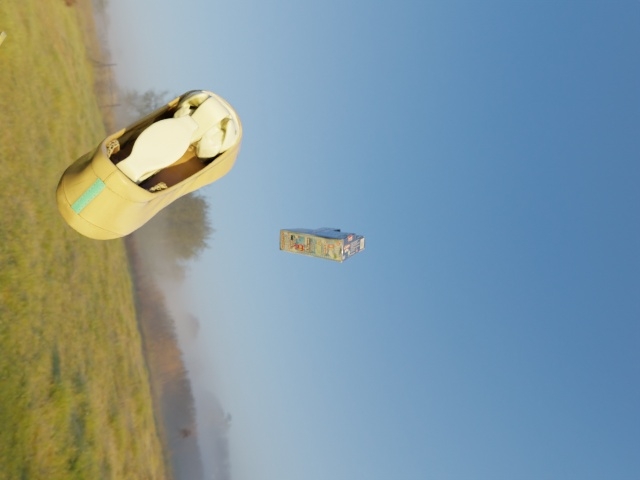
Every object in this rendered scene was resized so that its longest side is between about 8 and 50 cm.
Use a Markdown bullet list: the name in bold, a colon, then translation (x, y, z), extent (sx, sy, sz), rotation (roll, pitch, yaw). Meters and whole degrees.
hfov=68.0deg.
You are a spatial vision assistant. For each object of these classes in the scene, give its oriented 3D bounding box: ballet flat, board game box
- **ballet flat**: translation (-0.109, -0.080, 0.390), extent (0.080, 0.232, 0.073), rotation (45, -54, -14)
- **board game box**: translation (0.000, 0.000, 1.255), extent (0.193, 0.194, 0.060), rotation (7, -78, 21)

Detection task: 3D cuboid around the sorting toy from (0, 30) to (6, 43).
- **sorting toy**: translation (-0.577, -0.240, 0.699), extent (0.046, 0.132, 0.275), rotation (58, 33, -44)
